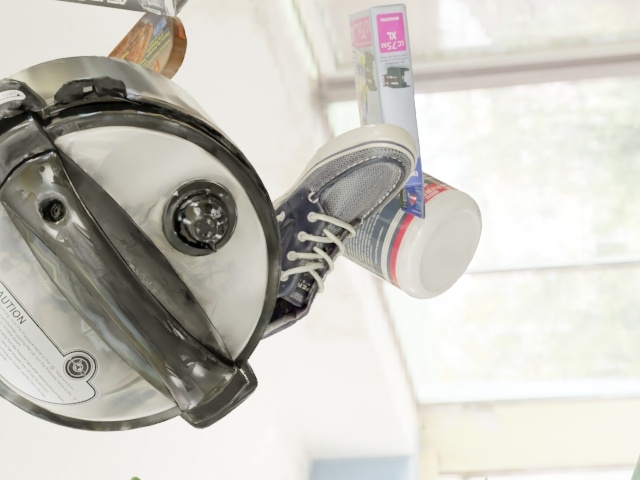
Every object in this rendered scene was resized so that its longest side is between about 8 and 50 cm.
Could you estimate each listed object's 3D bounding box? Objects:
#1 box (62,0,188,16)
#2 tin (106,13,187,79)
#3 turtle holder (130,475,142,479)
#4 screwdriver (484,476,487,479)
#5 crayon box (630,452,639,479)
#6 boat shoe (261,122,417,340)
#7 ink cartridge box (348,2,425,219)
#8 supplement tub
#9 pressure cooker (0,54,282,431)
[{"bbox_3d":[-0.309,-0.428,2.153,0.242,0.307,0.076,-65,-20,-50],"label":"box"},{"bbox_3d":[-0.263,-0.260,2.204,0.040,0.190,0.106,14,-132,-40],"label":"tin"},{"bbox_3d":[-0.283,0.523,2.144,0.320,0.227,0.243,39,-160,-9],"label":"turtle holder"},{"bbox_3d":[0.230,0.408,2.268,0.170,0.024,0.025,107,-179,-53],"label":"screwdriver"},{"bbox_3d":[0.476,0.293,1.739,0.278,0.165,0.081,104,-174,-82],"label":"crayon box"},{"bbox_3d":[0.000,0.000,1.900,0.127,0.340,0.158,25,-136,-30],"label":"boat shoe"},{"bbox_3d":[0.097,-0.187,2.189,0.186,0.065,0.311,-147,48,-80],"label":"ink cartridge box"},{"bbox_3d":[0.111,-0.038,2.453,0.191,0.272,0.191,-30,-45,-35],"label":"supplement tub"},{"bbox_3d":[-0.237,-0.002,1.607,0.420,0.370,0.375,-133,53,-67],"label":"pressure cooker"}]
